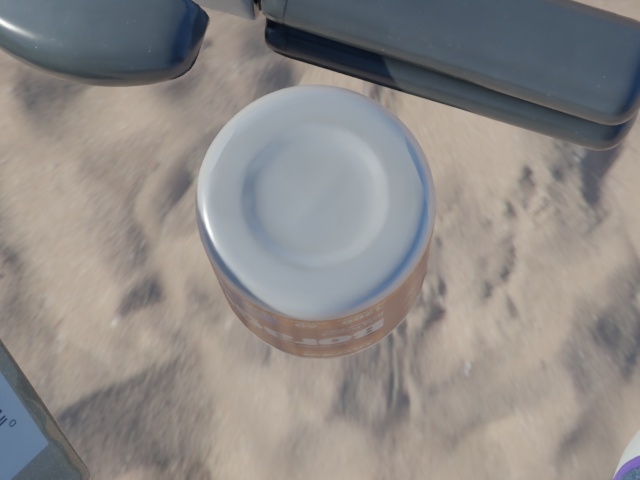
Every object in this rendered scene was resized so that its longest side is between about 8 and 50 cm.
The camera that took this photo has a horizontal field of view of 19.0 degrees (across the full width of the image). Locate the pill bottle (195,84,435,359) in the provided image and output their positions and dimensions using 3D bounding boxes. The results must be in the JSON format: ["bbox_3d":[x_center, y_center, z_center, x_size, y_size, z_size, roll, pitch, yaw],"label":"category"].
[{"bbox_3d":[0.000,0.000,1.042,0.121,0.216,0.121,0,78,2],"label":"pill bottle"}]

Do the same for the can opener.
[{"bbox_3d":[-0.006,-0.080,0.805,0.283,0.076,0.095,18,77,5],"label":"can opener"}]

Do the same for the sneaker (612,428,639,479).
[{"bbox_3d":[0.192,0.221,0.674,0.323,0.130,0.236,36,54,18],"label":"sneaker"}]

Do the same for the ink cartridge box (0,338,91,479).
[{"bbox_3d":[-0.248,0.081,0.891,0.193,0.088,0.234,-45,111,-38],"label":"ink cartridge box"}]
